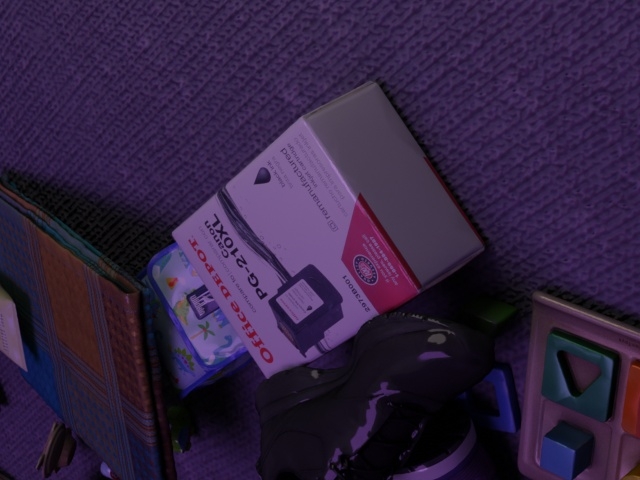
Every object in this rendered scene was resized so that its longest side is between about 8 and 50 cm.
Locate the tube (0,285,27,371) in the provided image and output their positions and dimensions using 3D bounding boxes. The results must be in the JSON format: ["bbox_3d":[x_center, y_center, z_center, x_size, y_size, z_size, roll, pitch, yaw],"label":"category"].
[{"bbox_3d":[-0.399,0.057,1.700,0.240,0.062,0.070,34,179,42],"label":"tube"}]

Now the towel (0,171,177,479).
[{"bbox_3d":[-0.252,0.103,1.564,0.370,0.040,0.271,30,133,51],"label":"towel"}]

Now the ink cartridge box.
[{"bbox_3d":[0.000,0.000,1.284,0.172,0.100,0.237,56,140,3],"label":"ink cartridge box"}]

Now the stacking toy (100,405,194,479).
[{"bbox_3d":[-0.230,0.272,1.634,0.167,0.052,0.221,9,84,41],"label":"stacking toy"}]

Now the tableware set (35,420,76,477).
[{"bbox_3d":[-0.312,0.277,1.705,0.020,0.141,0.168,16,172,4],"label":"tableware set"}]

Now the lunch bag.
[{"bbox_3d":[-0.108,0.064,1.432,0.151,0.096,0.129,-37,80,45],"label":"lunch bag"}]

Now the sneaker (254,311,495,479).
[{"bbox_3d":[0.045,0.151,1.236,0.286,0.109,0.130,-37,41,48],"label":"sneaker"}]

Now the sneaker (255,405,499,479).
[{"bbox_3d":[0.053,0.232,1.372,0.283,0.107,0.124,-6,122,52],"label":"sneaker"}]

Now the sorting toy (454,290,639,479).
[{"bbox_3d":[0.235,0.153,1.186,0.348,0.047,0.196,21,127,35],"label":"sorting toy"}]

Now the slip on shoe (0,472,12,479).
[{"bbox_3d":[-0.472,0.341,1.949,0.331,0.101,0.123,39,133,19],"label":"slip on shoe"}]
